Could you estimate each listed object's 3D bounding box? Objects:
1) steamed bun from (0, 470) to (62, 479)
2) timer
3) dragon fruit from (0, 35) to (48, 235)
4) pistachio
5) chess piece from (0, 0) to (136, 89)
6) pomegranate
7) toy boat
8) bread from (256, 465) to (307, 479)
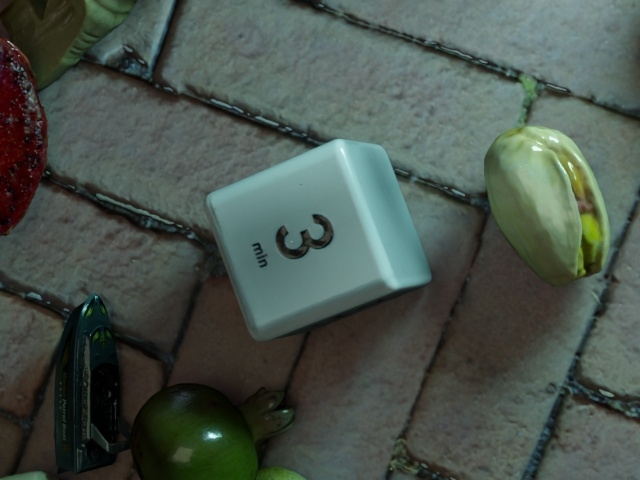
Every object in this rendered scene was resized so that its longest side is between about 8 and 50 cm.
[{"bbox_3d":[-0.423,0.407,2.017,0.225,0.170,0.200,-17,118,2],"label":"steamed bun"},{"bbox_3d":[0.000,0.000,1.839,0.195,0.194,0.192,-22,84,17],"label":"timer"},{"bbox_3d":[-0.477,-0.156,2.032,0.205,0.152,0.317,18,111,35],"label":"dragon fruit"},{"bbox_3d":[0.272,-0.044,1.798,0.145,0.117,0.201,-27,90,55],"label":"pistachio"},{"bbox_3d":[-0.308,-0.324,1.989,0.301,0.137,0.137,-38,79,26],"label":"chess piece"},{"bbox_3d":[-0.137,0.268,1.905,0.210,0.179,0.179,-7,89,7],"label":"pomegranate"},{"bbox_3d":[-0.304,0.192,1.995,0.103,0.093,0.246,1,91,25],"label":"toy boat"},{"bbox_3d":[-0.046,0.379,1.931,0.187,0.065,0.149,27,94,18],"label":"bread"}]
